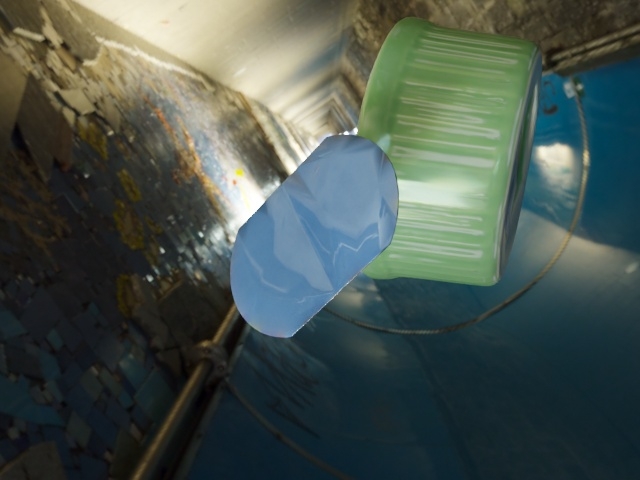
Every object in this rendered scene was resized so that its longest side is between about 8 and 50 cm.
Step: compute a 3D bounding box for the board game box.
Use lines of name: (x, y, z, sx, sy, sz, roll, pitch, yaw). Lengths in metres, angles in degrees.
board game box: (0.000, 0.000, 0.499, 0.168, 0.033, 0.133, -45, -136, 16)

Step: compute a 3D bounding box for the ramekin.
ramekin: (0.154, -0.092, 0.729, 0.148, 0.303, 0.303, 11, -153, 20)
